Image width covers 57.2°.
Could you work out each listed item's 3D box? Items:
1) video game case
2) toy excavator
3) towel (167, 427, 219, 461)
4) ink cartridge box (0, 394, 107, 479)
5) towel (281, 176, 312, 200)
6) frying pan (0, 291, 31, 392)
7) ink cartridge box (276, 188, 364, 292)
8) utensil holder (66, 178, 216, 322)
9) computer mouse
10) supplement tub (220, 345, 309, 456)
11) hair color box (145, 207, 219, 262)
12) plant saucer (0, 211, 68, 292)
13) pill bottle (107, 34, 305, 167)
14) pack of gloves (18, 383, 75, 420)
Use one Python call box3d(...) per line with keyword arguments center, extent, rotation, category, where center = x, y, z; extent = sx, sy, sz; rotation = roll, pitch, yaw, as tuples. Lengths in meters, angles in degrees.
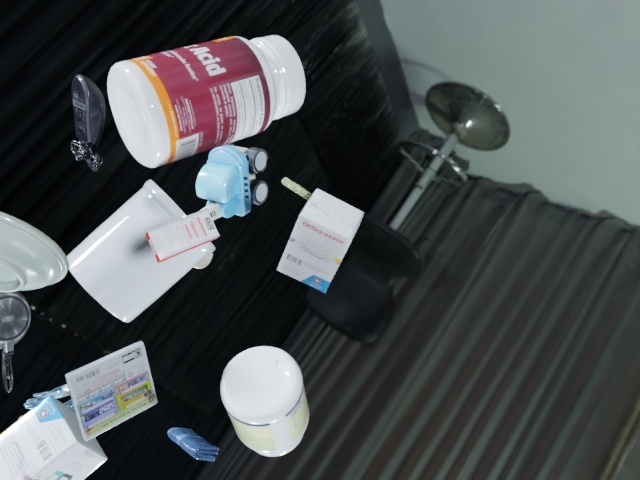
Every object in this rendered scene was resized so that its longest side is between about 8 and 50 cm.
box3d(center=(-0.548, 0.395, 1.558), extent=(0.023, 0.212, 0.193), rotation=(10, 115, 45), category="video game case")
box3d(center=(-0.429, -0.155, 2.414), extent=(0.222, 0.445, 0.433), rotation=(16, 121, 28), category="toy excavator")
box3d(center=(-0.275, 0.433, 1.259), extent=(0.119, 0.029, 0.067), rotation=(15, 170, 46), category="towel")
box3d(center=(-0.831, 0.648, 1.746), extent=(0.198, 0.270, 0.197), rotation=(41, 162, 32), category="ink cartridge box")
box3d(center=(-0.060, -0.158, 1.903), extent=(0.110, 0.027, 0.148), rotation=(31, -178, -34), category="towel")
box3d(center=(-1.025, 0.310, 1.871), extent=(0.053, 0.326, 0.197), rotation=(-5, 160, 32), category="frying pan")
box3d(center=(0.000, 0.000, 1.794), extent=(0.171, 0.168, 0.232), rotation=(27, 127, 0), category="ink cartridge box")
box3d(center=(-0.607, 0.037, 1.985), extent=(0.327, 0.385, 0.327), rotation=(46, 170, 10), category="utensil holder")
box3d(center=(-0.686, -0.358, 1.754), extent=(0.188, 0.072, 0.272), rotation=(33, 125, 40), category="computer mouse")
box3d(center=(-0.157, 0.490, 1.756), extent=(0.235, 0.235, 0.325), rotation=(27, 147, 25), category="supplement tub")
box3d(center=(-0.301, -0.011, 1.283), extent=(0.072, 0.141, 0.043), rotation=(66, 157, 1), category="hair color box")
box3d(center=(-0.933, 0.053, 1.662), extent=(0.400, 0.100, 0.400), rotation=(6, 145, 4), category="plant saucer")
box3d(center=(-0.240, -0.323, 1.302), extent=(0.224, 0.392, 0.224), rotation=(34, 138, 38), category="pill bottle")
box3d(center=(-0.940, 0.591, 2.088), extent=(0.046, 0.232, 0.195), rotation=(47, 126, 25), category="pack of gloves")
